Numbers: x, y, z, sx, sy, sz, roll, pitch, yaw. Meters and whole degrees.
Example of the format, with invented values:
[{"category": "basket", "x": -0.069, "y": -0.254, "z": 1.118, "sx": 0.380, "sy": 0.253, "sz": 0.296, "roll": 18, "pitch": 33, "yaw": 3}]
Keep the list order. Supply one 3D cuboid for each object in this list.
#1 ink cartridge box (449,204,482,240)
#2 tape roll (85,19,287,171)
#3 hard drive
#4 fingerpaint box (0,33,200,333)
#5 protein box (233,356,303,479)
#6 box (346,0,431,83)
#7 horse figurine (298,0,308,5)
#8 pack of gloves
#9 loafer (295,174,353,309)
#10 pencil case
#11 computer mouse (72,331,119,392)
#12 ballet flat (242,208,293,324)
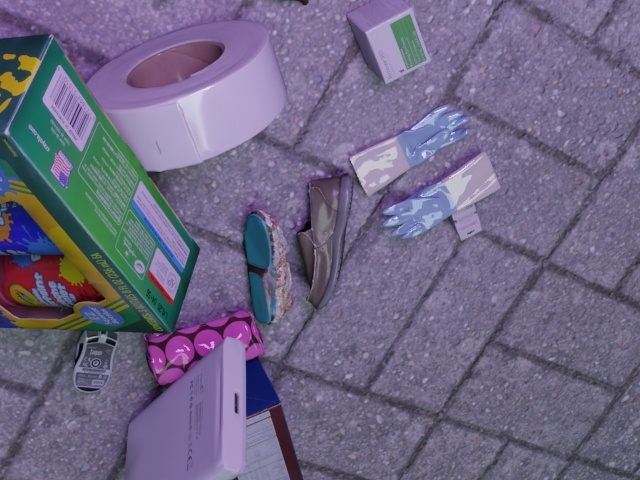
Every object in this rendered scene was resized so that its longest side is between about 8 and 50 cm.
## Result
[{"category": "ink cartridge box", "x": 0.267, "y": -0.047, "z": 1.758, "sx": 0.048, "sy": 0.028, "sz": 0.083, "roll": -26, "pitch": 122, "yaw": -4}, {"category": "tape roll", "x": -0.194, "y": -0.214, "z": 1.360, "sx": 0.286, "sy": 0.286, "sz": 0.100, "roll": -22, "pitch": 122, "yaw": -7}, {"category": "hard drive", "x": -0.235, "y": 0.345, "z": 1.596, "sx": 0.047, "sy": 0.233, "sz": 0.353, "roll": 21, "pitch": 137, "yaw": -29}, {"category": "fingerpaint box", "x": -0.429, "y": -0.048, "z": 1.269, "sx": 0.371, "sy": 0.163, "sz": 0.445, "roll": 0, "pitch": 145, "yaw": 20}, {"category": "protein box", "x": -0.140, "y": 0.340, "z": 1.725, "sx": 0.136, "sy": 0.200, "sz": 0.201, "roll": -20, "pitch": 122, "yaw": -11}, {"category": "box", "x": 0.109, "y": -0.326, "z": 1.511, "sx": 0.087, "sy": 0.102, "sz": 0.101, "roll": -27, "pitch": 124, "yaw": -1}, {"category": "horse figurine", "x": -0.060, "y": -0.471, "z": 1.398, "sx": 0.174, "sy": 0.066, "sz": 0.263, "roll": -14, "pitch": 118, "yaw": -18}, {"category": "pack of gloves", "x": 0.185, "y": -0.124, "z": 1.693, "sx": 0.232, "sy": 0.046, "sz": 0.195, "roll": -30, "pitch": 111, "yaw": -5}, {"category": "loafer", "x": 0.000, "y": 0.000, "z": 1.669, "sx": 0.087, "sy": 0.094, "sz": 0.251, "roll": 10, "pitch": 106, "yaw": 3}, {"category": "pencil case", "x": -0.209, "y": 0.188, "z": 1.687, "sx": 0.209, "sy": 0.095, "sz": 0.098, "roll": -15, "pitch": 84, "yaw": -11}, {"category": "computer mouse", "x": -0.392, "y": 0.177, "z": 1.649, "sx": 0.106, "sy": 0.042, "sz": 0.193, "roll": 12, "pitch": 107, "yaw": -29}, {"category": "ballet flat", "x": -0.088, "y": 0.039, "z": 1.666, "sx": 0.077, "sy": 0.091, "sz": 0.241, "roll": -30, "pitch": 133, "yaw": -38}]
